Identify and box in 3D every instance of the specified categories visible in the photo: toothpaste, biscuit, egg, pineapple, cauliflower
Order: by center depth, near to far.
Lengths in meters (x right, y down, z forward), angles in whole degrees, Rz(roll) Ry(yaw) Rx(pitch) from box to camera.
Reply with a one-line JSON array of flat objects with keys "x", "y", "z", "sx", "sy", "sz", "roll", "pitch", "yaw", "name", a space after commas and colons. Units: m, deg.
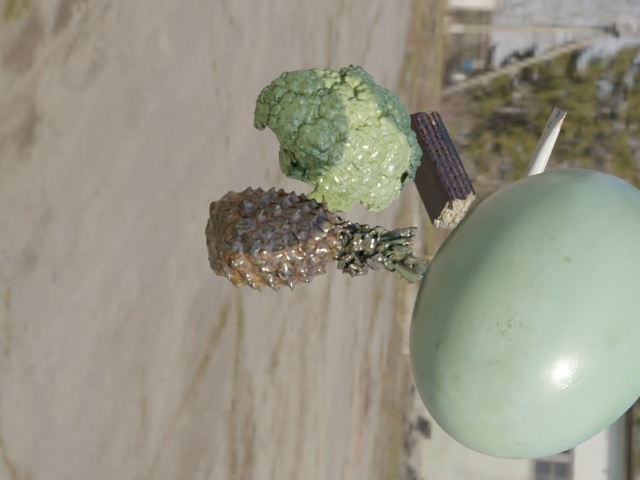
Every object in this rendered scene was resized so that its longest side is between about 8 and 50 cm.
[{"x": 0.254, "y": 0.076, "z": 1.378, "sx": 0.389, "sy": 0.276, "sz": 0.276, "roll": -49, "pitch": 151, "yaw": -33, "name": "egg"}, {"x": 0.000, "y": 0.000, "z": 1.967, "sx": 0.175, "sy": 0.361, "sz": 0.175, "roll": 180, "pitch": -90, "yaw": -68, "name": "pineapple"}, {"x": 0.024, "y": -0.166, "z": 2.117, "sx": 0.250, "sy": 0.272, "sz": 0.275, "roll": -25, "pitch": -94, "yaw": 57, "name": "cauliflower"}, {"x": 0.403, "y": -0.151, "z": 2.246, "sx": 0.048, "sy": 0.031, "sz": 0.190, "roll": -130, "pitch": -120, "yaw": -69, "name": "toothpaste"}, {"x": 0.243, "y": -0.148, "z": 2.570, "sx": 0.106, "sy": 0.070, "sz": 0.252, "roll": 114, "pitch": -38, "yaw": -52, "name": "biscuit"}]
